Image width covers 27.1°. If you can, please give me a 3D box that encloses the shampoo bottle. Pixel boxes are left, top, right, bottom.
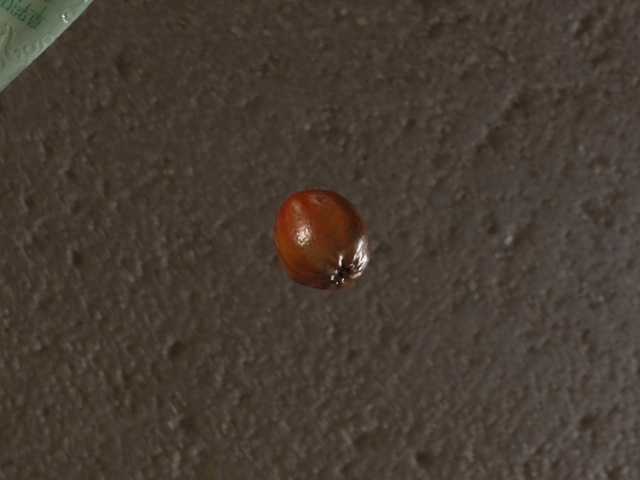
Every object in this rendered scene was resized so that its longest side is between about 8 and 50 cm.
[{"bbox_3d":[-0.183,-0.123,0.758,0.069,0.041,0.190,37,94,-26],"label":"shampoo bottle"}]

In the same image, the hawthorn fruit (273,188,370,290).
[{"bbox_3d":[0.000,0.000,1.563,0.128,0.128,0.128,-10,115,-22],"label":"hawthorn fruit"}]
